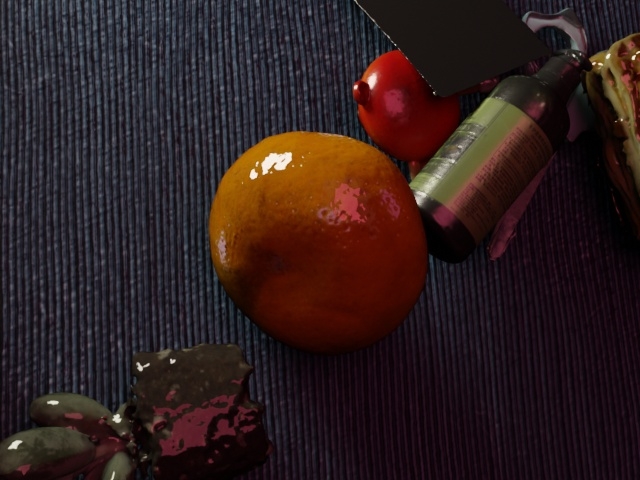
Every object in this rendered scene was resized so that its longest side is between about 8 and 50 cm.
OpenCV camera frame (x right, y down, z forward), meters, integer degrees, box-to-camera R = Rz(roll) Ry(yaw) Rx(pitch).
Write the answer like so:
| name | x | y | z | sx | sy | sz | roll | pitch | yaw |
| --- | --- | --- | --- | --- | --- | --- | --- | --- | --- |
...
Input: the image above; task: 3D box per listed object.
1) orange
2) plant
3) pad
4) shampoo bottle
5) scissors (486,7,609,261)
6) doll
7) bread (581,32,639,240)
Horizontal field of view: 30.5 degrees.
| name | x | y | z | sx | sy | sz | roll | pitch | yaw |
| --- | --- | --- | --- | --- | --- | --- | --- | --- | --- |
| orange | 0.000 | 0.000 | 1.218 | 0.240 | 0.240 | 0.171 | 43 | 28 | -2 |
| plant | -0.188 | 0.198 | 1.153 | 0.275 | 0.146 | 0.149 | -14 | 62 | -17 |
| pad | 0.129 | -0.273 | 1.364 | 0.159 | 0.009 | 0.265 | -24 | 59 | -21 |
| shampoo bottle | 0.202 | -0.107 | 1.298 | 0.101 | 0.101 | 0.284 | 42 | 78 | -2 |
| scissors | 0.269 | -0.119 | 1.386 | 0.191 | 0.029 | 0.360 | 36 | 62 | -13 |
| doll | 0.121 | -0.145 | 1.353 | 0.217 | 0.085 | 0.183 | -4 | 81 | -34 |
| bread | 0.480 | -0.131 | 1.401 | 0.324 | 0.167 | 0.277 | -19 | 90 | -15 |
